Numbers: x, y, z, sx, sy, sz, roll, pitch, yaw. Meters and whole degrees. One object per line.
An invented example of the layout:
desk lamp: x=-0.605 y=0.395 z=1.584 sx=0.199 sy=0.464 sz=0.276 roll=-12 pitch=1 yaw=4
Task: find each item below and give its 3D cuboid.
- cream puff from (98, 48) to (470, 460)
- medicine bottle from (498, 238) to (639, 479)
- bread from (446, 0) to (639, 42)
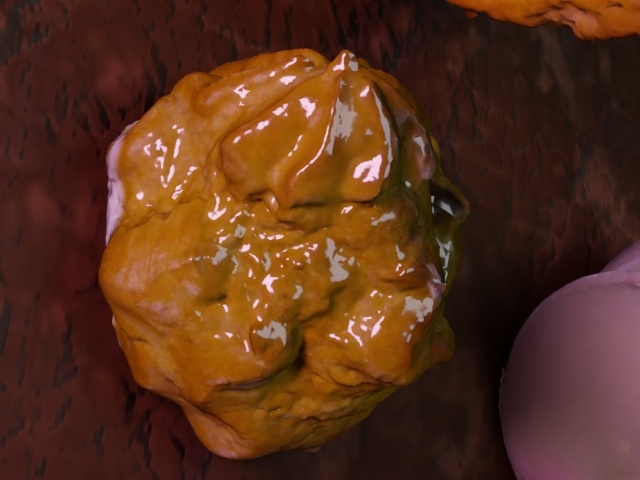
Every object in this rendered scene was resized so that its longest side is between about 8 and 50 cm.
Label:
cream puff: x=0.000 y=0.000 z=0.545 sx=0.146 sy=0.116 sz=0.146 roll=16 pitch=69 yaw=-47
medicine bottle: x=0.173 y=0.066 z=0.716 sx=0.143 sy=0.147 sz=0.147 roll=-23 pitch=102 yaw=-48
bread: x=0.073 y=-0.189 z=0.570 sx=0.268 sy=0.268 sz=0.145 roll=51 pitch=59 yaw=-33
